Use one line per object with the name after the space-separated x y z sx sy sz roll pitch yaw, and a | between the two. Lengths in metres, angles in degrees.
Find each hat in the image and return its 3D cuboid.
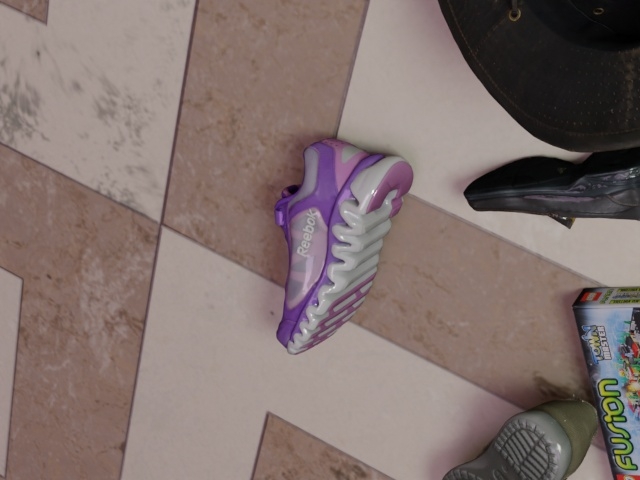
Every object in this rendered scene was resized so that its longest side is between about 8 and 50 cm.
0.224 -0.221 0.955 0.331 0.134 0.331 3 94 48 | hat

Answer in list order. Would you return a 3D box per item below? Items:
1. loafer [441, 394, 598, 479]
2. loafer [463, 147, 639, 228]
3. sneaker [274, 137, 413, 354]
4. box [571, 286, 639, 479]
0.193 0.221 1.275 0.094 0.087 0.251 57 150 16 | loafer
0.202 -0.035 1.141 0.170 0.062 0.061 -3 119 34 | loafer
0.000 0.000 1.271 0.104 0.095 0.236 34 124 19 | sneaker
0.301 0.139 1.195 0.114 0.036 0.207 -4 114 33 | box
